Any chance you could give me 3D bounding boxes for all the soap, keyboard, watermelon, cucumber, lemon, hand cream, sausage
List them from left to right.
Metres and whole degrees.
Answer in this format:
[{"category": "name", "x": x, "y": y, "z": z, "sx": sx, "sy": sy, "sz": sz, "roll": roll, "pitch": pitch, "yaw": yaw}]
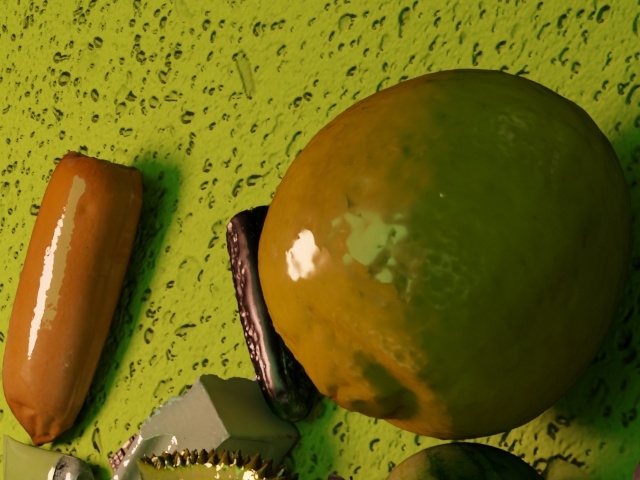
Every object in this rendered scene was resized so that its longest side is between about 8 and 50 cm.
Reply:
[{"category": "hand cream", "x": -0.326, "y": 0.283, "z": 2.324, "sx": 0.175, "sy": 0.046, "sz": 0.095, "roll": 1, "pitch": 91, "yaw": 51}, {"category": "sausage", "x": -0.302, "y": 0.074, "z": 2.332, "sx": 0.134, "sy": 0.116, "sz": 0.353, "roll": 15, "pitch": 91, "yaw": 38}, {"category": "keyboard", "x": -0.202, "y": 0.278, "z": 2.217, "sx": 0.049, "sy": 0.015, "sz": 0.129, "roll": -50, "pitch": 46, "yaw": 21}, {"category": "soap", "x": -0.136, "y": 0.253, "z": 2.070, "sx": 0.091, "sy": 0.145, "sz": 0.230, "roll": 47, "pitch": 115, "yaw": 35}, {"category": "cucumber", "x": -0.050, "y": 0.080, "z": 2.092, "sx": 0.074, "sy": 0.074, "sz": 0.241, "roll": -33, "pitch": 55, "yaw": 34}, {"category": "lemon", "x": 0.115, "y": 0.010, "z": 1.759, "sx": 0.348, "sy": 0.348, "sz": 0.348, "roll": -19, "pitch": 62, "yaw": 41}, {"category": "watermelon", "x": 0.133, "y": 0.280, "z": 1.736, "sx": 0.188, "sy": 0.188, "sz": 0.214, "roll": -49, "pitch": 43, "yaw": 22}]

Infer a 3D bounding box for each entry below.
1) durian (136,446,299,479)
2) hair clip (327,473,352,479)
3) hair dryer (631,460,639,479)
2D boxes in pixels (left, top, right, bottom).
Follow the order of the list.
[{"category": "durian", "x": -0.038, "y": 0.327, "z": 1.835, "sx": 0.169, "sy": 0.158, "sz": 0.351, "roll": -32, "pitch": 59, "yaw": 7}, {"category": "hair clip", "x": 0.027, "y": 0.324, "z": 1.943, "sx": 0.146, "sy": 0.056, "sz": 0.187, "roll": -4, "pitch": 82, "yaw": 45}, {"category": "hair dryer", "x": 0.413, "y": 0.090, "z": 1.594, "sx": 0.301, "sy": 0.121, "sz": 0.361, "roll": -5, "pitch": 66, "yaw": 36}]
